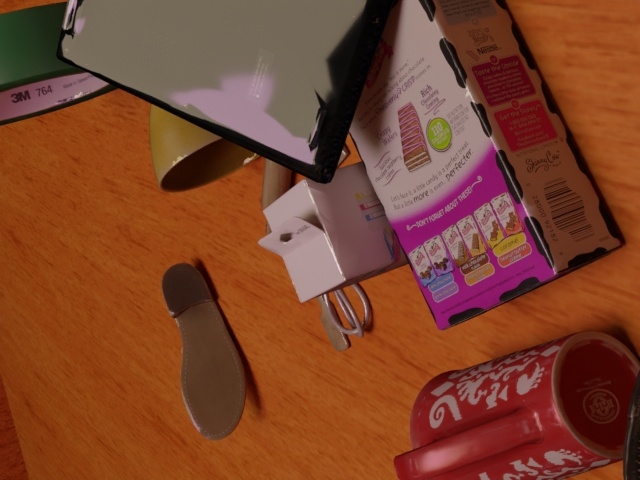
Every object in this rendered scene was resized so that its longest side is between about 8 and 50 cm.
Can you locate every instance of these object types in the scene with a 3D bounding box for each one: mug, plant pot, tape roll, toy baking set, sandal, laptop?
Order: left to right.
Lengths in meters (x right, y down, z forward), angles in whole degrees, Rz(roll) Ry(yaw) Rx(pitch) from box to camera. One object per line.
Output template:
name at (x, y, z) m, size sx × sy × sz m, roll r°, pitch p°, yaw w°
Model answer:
tape roll at (-0.370, -0.207, 1.219) m, size 0.321 × 0.321 × 0.077 m, roll -11°, pitch 98°, yaw 61°
plant pot at (-0.128, -0.124, 1.045) m, size 0.095 × 0.134 × 0.134 m, roll 63°, pitch 150°, yaw 11°
sandal at (-0.151, 0.148, 1.343) m, size 0.079 × 0.088 × 0.240 m, roll 55°, pitch -162°, yaw -79°
laptop at (-0.066, -0.319, 0.827) m, size 0.408 × 0.236 × 0.382 m, roll 26°, pitch 114°, yaw 16°
toy baking set at (-0.004, -0.005, 1.015) m, size 0.197 × 0.030 × 0.256 m, roll 50°, pitch 145°, yaw 33°
mug at (0.149, 0.146, 0.739) m, size 0.113 × 0.150 × 0.169 m, roll 45°, pitch 146°, yaw -5°

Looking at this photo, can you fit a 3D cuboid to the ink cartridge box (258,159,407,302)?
ink cartridge box at (0.027, -0.012, 0.841) m, size 0.092 × 0.143 × 0.090 m, roll -34°, pitch 77°, yaw 61°

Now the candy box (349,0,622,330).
candy box at (0.105, -0.066, 0.749) m, size 0.159 × 0.071 × 0.233 m, roll -37°, pitch 75°, yaw 59°

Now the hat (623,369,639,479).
hat at (0.262, 0.133, 0.433) m, size 0.331 × 0.134 × 0.331 m, roll 1°, pitch 91°, yaw 44°
